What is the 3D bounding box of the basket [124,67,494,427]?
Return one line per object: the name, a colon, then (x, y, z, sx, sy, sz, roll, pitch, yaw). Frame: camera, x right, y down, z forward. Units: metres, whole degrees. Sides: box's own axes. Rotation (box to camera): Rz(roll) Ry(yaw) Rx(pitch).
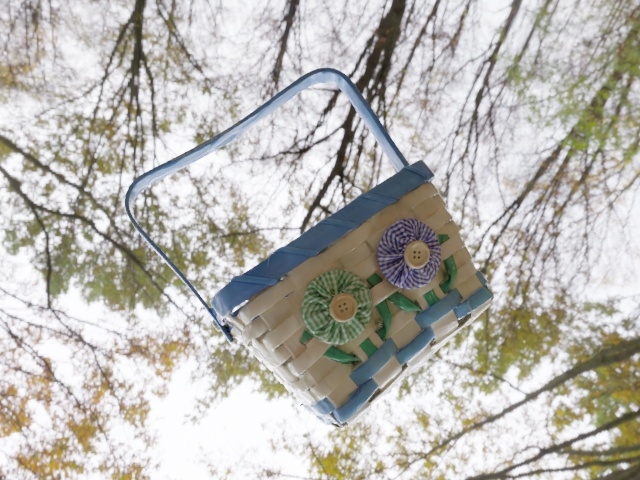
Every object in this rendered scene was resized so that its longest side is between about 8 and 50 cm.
basket: (0.000, 0.000, 0.552, 0.254, 0.201, 0.289, -37, -101, -14)
